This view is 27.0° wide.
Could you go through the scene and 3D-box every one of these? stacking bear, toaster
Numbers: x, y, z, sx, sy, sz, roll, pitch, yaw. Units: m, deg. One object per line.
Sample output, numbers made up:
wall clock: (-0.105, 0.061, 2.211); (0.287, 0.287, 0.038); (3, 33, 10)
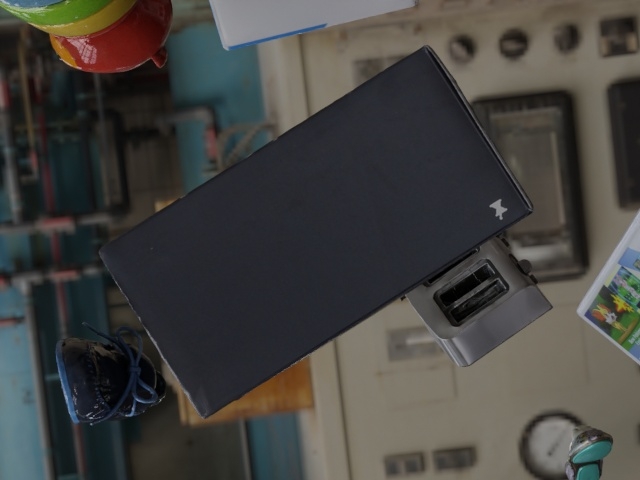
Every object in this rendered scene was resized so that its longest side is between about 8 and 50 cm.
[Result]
stacking bear: (-0.223, -0.245, 1.175); (0.164, 0.175, 0.289); (-44, 154, -3)
toaster: (0.201, 0.067, 1.859); (0.186, 0.168, 0.110); (-35, 145, 3)

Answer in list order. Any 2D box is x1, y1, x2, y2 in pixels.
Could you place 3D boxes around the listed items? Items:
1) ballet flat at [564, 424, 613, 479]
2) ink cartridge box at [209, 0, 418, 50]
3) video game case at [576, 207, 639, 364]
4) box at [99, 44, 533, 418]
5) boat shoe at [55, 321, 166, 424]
ballet flat: (0.244, 0.193, 1.231); (0.041, 0.041, 0.114); (-7, 148, 0)
ink cartridge box: (-0.045, -0.497, 1.916); (0.285, 0.395, 0.166); (-14, 147, 1)
video game case: (0.415, 0.102, 1.336); (0.036, 0.300, 0.329); (-45, 166, -18)
box: (0.000, 0.000, 1.284); (0.343, 0.179, 0.312); (-32, 177, -2)
boat shoe: (-0.215, 0.136, 1.395); (0.089, 0.109, 0.258); (-11, 176, 0)
